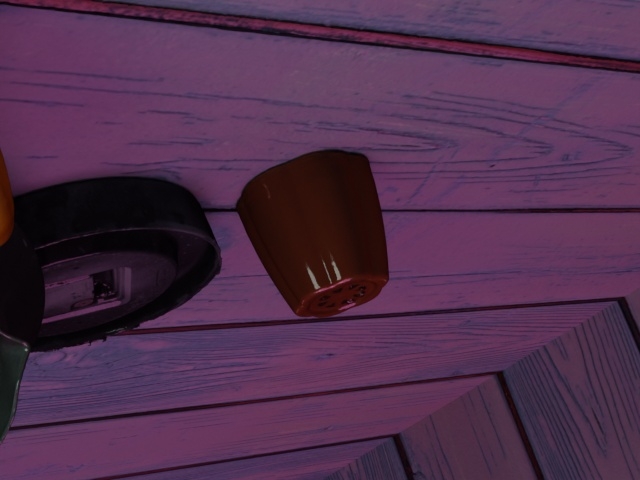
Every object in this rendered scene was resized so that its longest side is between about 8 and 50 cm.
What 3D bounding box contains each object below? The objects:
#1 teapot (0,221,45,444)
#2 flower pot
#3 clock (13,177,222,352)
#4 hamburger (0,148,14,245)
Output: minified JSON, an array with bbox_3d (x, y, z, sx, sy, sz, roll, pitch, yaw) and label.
[{"bbox_3d":[-0.424,0.095,1.360,0.300,0.253,0.344,-15,-164,-9],"label":"teapot"},{"bbox_3d":[0.000,0.000,1.782,0.190,0.173,0.191,-15,158,-6],"label":"flower pot"},{"bbox_3d":[-0.316,0.040,1.734,0.386,0.076,0.386,-17,159,-6],"label":"clock"},{"bbox_3d":[-0.372,-0.075,1.147,0.170,0.246,0.246,-26,163,-19],"label":"hamburger"}]
